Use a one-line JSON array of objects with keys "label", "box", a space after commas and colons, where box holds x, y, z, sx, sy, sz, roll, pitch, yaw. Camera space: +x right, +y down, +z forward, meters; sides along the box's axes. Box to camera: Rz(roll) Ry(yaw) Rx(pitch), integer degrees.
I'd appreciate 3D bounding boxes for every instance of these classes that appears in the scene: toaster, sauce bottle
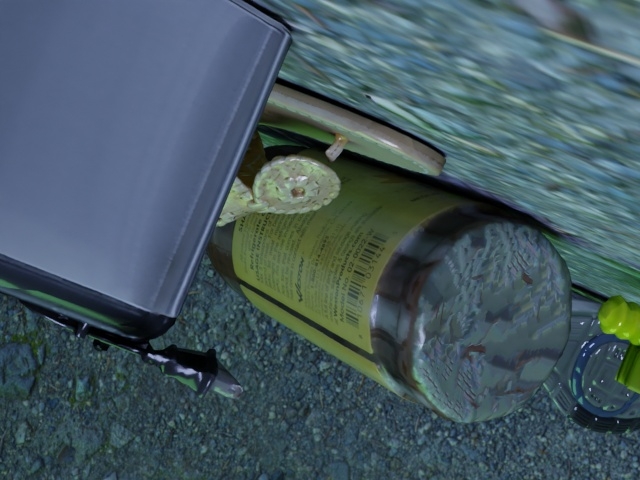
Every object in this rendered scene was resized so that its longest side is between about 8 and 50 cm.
[{"label": "toaster", "box": [-0.113, -0.049, 0.369, 0.186, 0.110, 0.168, 25, 180, -30]}, {"label": "sauce bottle", "box": [0.000, 0.000, 0.708, 0.111, 0.111, 0.344, 24, -179, -35]}]

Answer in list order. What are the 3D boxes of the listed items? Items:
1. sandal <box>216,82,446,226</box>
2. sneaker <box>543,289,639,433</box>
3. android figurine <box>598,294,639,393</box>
[{"label": "sandal", "box": [-0.059, -0.041, 0.543, 0.240, 0.079, 0.088, 24, 180, 28]}, {"label": "sneaker", "box": [0.183, 0.065, 0.990, 0.297, 0.111, 0.129, 24, -158, -18]}, {"label": "android figurine", "box": [0.264, 0.093, 0.594, 0.273, 0.056, 0.248, 24, 180, -16]}]
